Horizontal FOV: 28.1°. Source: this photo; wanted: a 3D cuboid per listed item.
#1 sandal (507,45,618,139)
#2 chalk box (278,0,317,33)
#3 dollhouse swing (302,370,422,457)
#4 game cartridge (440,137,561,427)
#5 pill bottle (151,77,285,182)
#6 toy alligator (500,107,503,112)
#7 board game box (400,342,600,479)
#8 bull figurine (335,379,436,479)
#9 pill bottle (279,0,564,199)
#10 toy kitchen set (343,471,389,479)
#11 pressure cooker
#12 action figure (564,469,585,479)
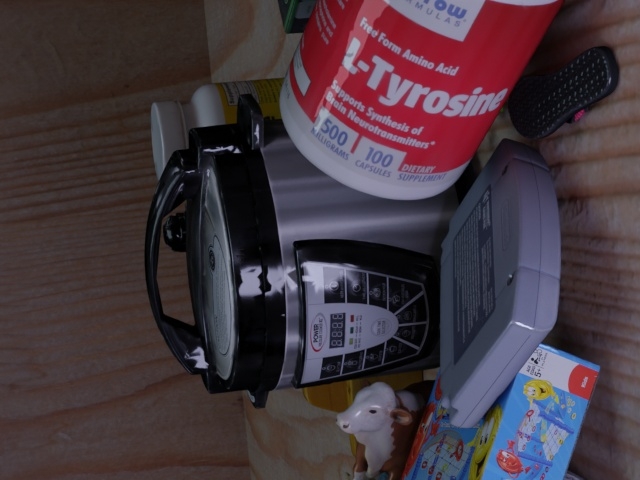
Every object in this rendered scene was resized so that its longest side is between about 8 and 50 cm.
[{"bbox_3d":[0.254,-0.150,1.311,0.179,0.040,0.067,-24,78,61],"label":"sandal"},{"bbox_3d":[0.033,-0.409,1.795,0.180,0.179,0.289,113,147,-62],"label":"chalk box"},{"bbox_3d":[-0.030,0.224,2.070,0.347,0.305,0.315,-148,53,-72],"label":"dollhouse swing"},{"bbox_3d":[0.190,0.033,1.371,0.294,0.060,0.196,-84,13,-47],"label":"game cartridge"},{"bbox_3d":[-0.109,-0.175,2.141,0.188,0.334,0.188,173,90,-77],"label":"pill bottle"},{"bbox_3d":[0.198,-0.172,1.497,0.051,0.056,0.190,26,134,24],"label":"toy alligator"},{"bbox_3d":[0.171,0.271,1.427,0.308,0.086,0.302,144,148,-76],"label":"board game box"},{"bbox_3d":[0.100,0.265,1.692,0.310,0.101,0.188,-1,-64,-64],"label":"bull figurine"},{"bbox_3d":[0.123,-0.253,1.304,0.408,0.229,0.229,116,147,-42],"label":"pill bottle"},{"bbox_3d":[0.099,0.497,2.178,0.207,0.166,0.122,49,-172,-33],"label":"toy kitchen set"},{"bbox_3d":[-0.025,0.020,1.708,0.375,0.420,0.370,123,139,-68],"label":"pressure cooker"},{"bbox_3d":[0.254,0.356,1.408,0.285,0.099,0.185,-90,-3,-49],"label":"action figure"}]
